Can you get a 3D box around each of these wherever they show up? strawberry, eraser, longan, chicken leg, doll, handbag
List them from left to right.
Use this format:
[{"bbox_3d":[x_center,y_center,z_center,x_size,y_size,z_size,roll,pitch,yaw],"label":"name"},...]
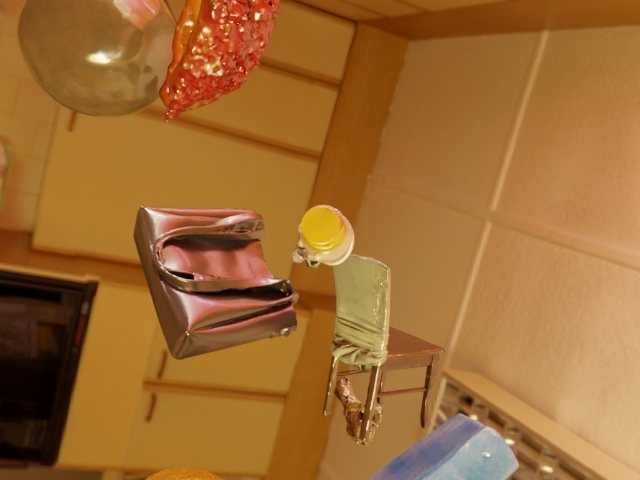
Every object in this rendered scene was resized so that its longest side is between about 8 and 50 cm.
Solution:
[{"bbox_3d":[-0.270,-0.249,0.891,0.196,0.197,0.220,-67,-150,23],"label":"longan"},{"bbox_3d":[-0.183,0.057,1.277,0.113,0.257,0.285,-56,-130,43],"label":"handbag"},{"bbox_3d":[-0.086,-0.201,0.670,0.140,0.085,0.192,-2,-107,66],"label":"strawberry"},{"bbox_3d":[0.000,0.000,0.879,0.084,0.073,0.127,-41,168,-2],"label":"doll"},{"bbox_3d":[0.095,0.448,1.865,0.196,0.081,0.125,-144,-124,-63],"label":"chicken leg"},{"bbox_3d":[0.091,0.214,0.638,0.042,0.144,0.312,53,-2,13],"label":"eraser"}]

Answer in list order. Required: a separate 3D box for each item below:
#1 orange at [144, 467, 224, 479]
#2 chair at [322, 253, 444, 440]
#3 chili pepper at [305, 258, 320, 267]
[{"bbox_3d":[-0.283,0.660,1.531,0.357,0.322,0.321,5,-96,52],"label":"orange"},{"bbox_3d":[0.110,0.178,1.302,0.160,0.186,0.318,17,-76,53],"label":"chair"},{"bbox_3d":[0.036,0.024,2.046,0.059,0.227,0.088,19,-76,29],"label":"chili pepper"}]
